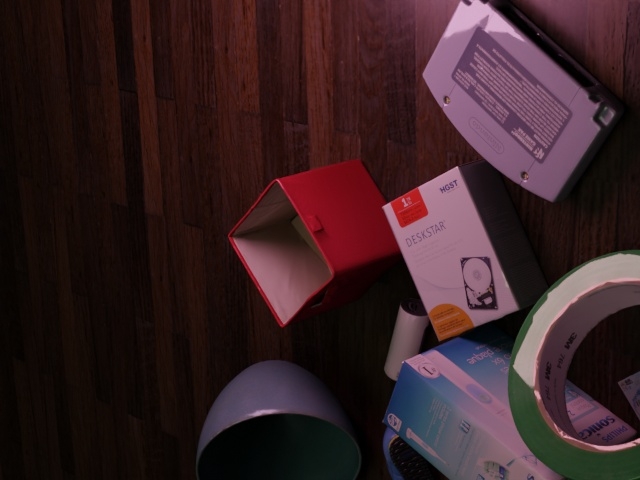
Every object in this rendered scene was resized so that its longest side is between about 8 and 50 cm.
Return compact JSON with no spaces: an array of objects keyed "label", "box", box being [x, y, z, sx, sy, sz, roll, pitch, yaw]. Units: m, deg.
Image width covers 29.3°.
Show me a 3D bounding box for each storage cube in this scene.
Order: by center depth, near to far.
[{"label":"storage cube","box":[0.000,0.000,2.033,0.215,0.193,0.184,59,137,16]}]

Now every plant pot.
[{"label":"plant pot","box":[-0.082,0.332,2.208,0.195,0.290,0.290,-99,26,-48]}]

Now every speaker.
[{"label":"speaker","box":[0.145,0.165,2.036,0.055,0.055,0.136,34,125,35]}]

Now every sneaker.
[{"label":"sneaker","box":[0.158,0.413,2.112,0.082,0.069,0.209,-141,32,-75]}]

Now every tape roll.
[{"label":"tape roll","box":[0.402,0.173,1.616,0.321,0.077,0.321,-22,53,34]}]

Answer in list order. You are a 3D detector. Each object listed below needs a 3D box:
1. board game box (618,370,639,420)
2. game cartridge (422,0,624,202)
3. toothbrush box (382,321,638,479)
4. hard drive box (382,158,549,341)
[{"label":"board game box","box":[0.477,0.220,1.723,0.090,0.020,0.090,-39,73,46]},{"label":"game cartridge","box":[0.281,-0.205,1.766,0.297,0.062,0.198,49,138,24]},{"label":"toothbrush box","box":[0.277,0.276,1.811,0.295,0.216,0.126,39,129,33]},{"label":"hard drive box","box":[0.222,0.015,1.877,0.181,0.089,0.232,-30,81,47]}]
